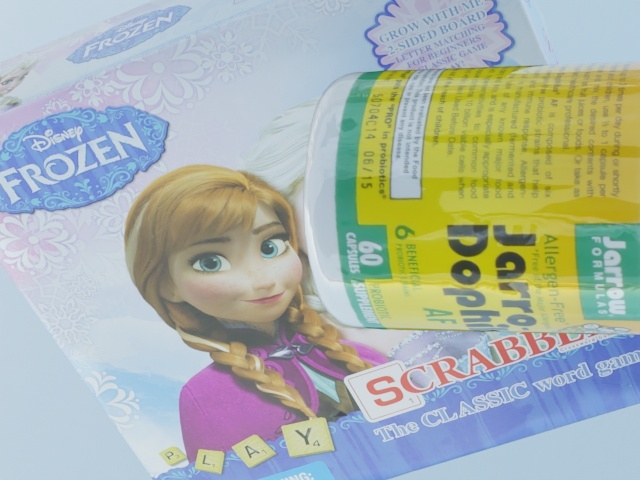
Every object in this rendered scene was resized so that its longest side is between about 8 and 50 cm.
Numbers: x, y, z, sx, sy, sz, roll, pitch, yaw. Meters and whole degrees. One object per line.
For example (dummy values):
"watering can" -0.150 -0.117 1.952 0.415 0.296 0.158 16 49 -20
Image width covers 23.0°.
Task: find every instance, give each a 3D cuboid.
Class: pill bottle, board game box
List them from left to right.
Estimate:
"board game box" 0.000 0.000 0.866 0.318 0.318 0.066 -20 -148 16
"pill bottle" 0.107 -0.018 0.675 0.208 0.117 0.118 0 -101 17
